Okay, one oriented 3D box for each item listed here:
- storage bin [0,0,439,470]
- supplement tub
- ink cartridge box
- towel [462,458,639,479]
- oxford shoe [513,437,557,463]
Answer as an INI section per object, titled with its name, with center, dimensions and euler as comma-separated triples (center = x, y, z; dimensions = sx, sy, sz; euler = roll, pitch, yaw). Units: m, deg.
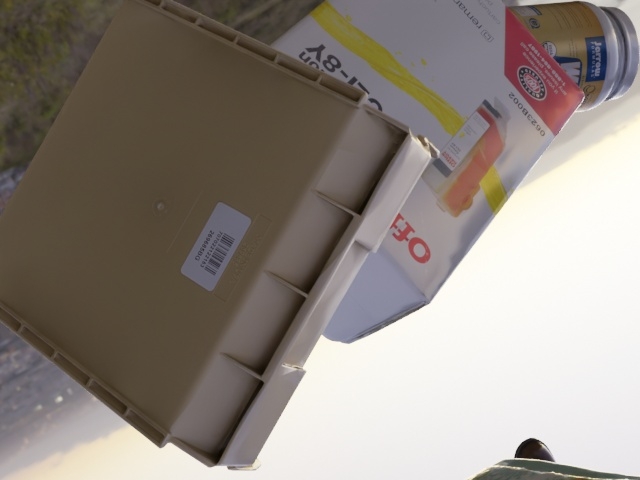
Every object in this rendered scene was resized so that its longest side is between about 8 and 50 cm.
[storage bin]
center = -0.085, -0.011, 0.652
dimensions = 0.262, 0.260, 0.123
euler = -60, 154, 0
[supplement tub]
center = 0.292, -0.234, 1.166
dimensions = 0.200, 0.144, 0.144
euler = -9, 171, -16
[ink cartridge box]
center = 0.073, -0.121, 0.957
dimensions = 0.384, 0.279, 0.160
euler = -47, -173, -36
[towel]
center = 0.160, 0.329, 0.944
dimensions = 0.321, 0.090, 0.374
euler = -18, 174, -22
[oxford shoe]
center = 0.372, 0.423, 1.427
dimensions = 0.083, 0.227, 0.096
euler = -20, -176, -12
